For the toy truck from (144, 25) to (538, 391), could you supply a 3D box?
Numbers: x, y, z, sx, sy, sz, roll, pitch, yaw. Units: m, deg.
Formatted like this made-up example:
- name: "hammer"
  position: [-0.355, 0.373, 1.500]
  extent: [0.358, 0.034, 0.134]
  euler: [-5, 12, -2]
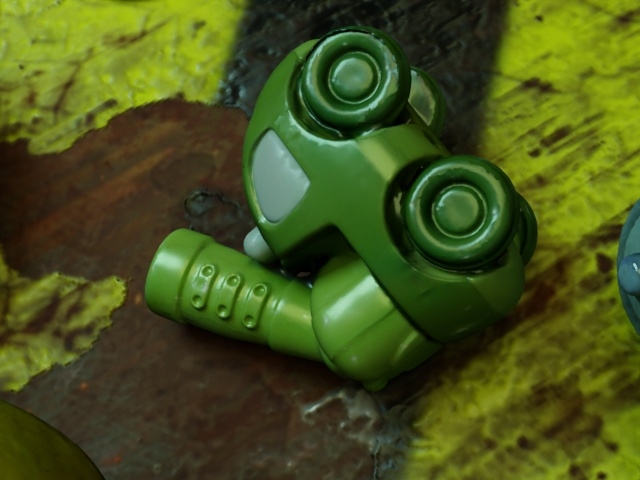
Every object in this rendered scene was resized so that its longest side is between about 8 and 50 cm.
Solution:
- name: "toy truck"
  position: [0.021, 0.000, 0.763]
  extent: [0.187, 0.148, 0.210]
  euler: [36, 94, 15]

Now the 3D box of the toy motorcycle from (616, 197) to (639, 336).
- name: "toy motorcycle"
  position: [0.254, 0.069, 0.655]
  extent: [0.182, 0.241, 0.319]
  euler: [-15, 67, -10]

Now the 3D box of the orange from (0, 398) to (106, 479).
- name: "orange"
  position: [-0.213, 0.197, 0.625]
  extent: [0.235, 0.279, 0.279]
  euler: [13, 63, 46]
